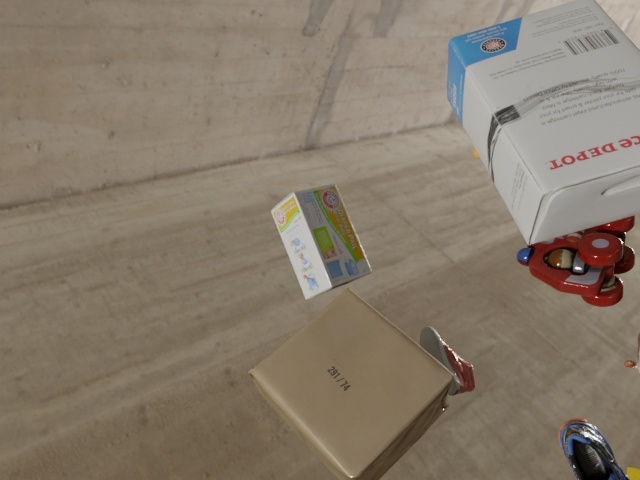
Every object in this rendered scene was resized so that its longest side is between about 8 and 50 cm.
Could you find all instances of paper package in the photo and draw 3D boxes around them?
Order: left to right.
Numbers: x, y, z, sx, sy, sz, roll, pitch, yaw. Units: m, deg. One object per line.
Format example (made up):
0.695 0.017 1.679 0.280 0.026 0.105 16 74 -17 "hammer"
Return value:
0.071 0.319 1.169 0.309 0.325 0.168 -39 -34 -19 "paper package"

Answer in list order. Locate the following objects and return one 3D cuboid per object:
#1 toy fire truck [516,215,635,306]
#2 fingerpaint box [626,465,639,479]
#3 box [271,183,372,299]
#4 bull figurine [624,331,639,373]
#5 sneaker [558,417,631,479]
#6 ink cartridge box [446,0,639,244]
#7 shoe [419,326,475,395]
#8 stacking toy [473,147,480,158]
0.665 0.028 1.402 0.302 0.254 0.169 -47 -50 -34 "toy fire truck"
0.839 0.746 1.098 0.163 0.371 0.444 33 -117 -30 "fingerpaint box"
0.000 0.000 1.093 0.114 0.203 0.103 -17 -9 -37 "box"
0.880 0.236 1.353 0.310 0.101 0.188 -2 -83 -35 "bull figurine"
0.424 0.371 0.781 0.083 0.221 0.087 -43 -30 16 "sneaker"
0.431 -0.221 0.958 0.286 0.394 0.166 -16 -33 1 "ink cartridge box"
0.311 0.292 1.309 0.081 0.178 0.063 6 -42 -36 "shoe"
0.619 -0.375 1.763 0.302 0.175 0.166 -43 9 -3 "stacking toy"
